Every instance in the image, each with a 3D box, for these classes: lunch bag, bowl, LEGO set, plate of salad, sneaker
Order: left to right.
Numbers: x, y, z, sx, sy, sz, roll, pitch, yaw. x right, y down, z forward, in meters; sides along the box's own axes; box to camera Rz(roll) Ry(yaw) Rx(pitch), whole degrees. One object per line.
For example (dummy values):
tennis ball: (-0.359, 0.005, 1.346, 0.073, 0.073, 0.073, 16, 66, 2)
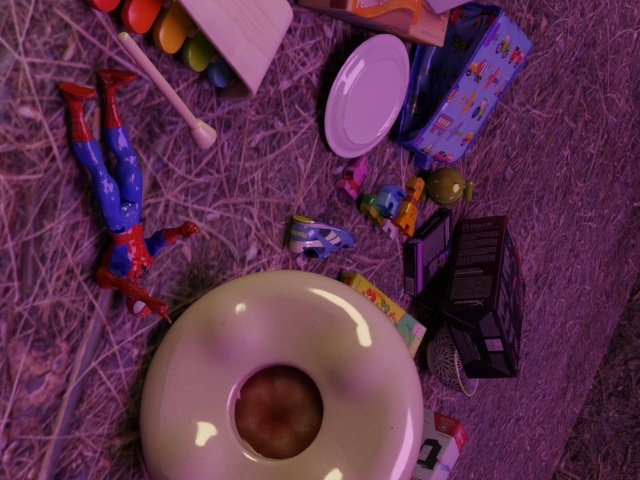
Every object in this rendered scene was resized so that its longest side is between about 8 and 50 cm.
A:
sneaker: (0.000, 0.000, 1.314, 0.144, 0.053, 0.059, 14, 91, -51)
plate of salad: (0.067, -0.223, 1.325, 0.199, 0.048, 0.200, -34, 140, -34)
LEGO set: (0.120, -0.077, 1.441, 0.227, 0.087, 0.093, 42, 67, -58)
bowl: (0.275, 0.246, 1.827, 0.170, 0.080, 0.170, 25, 62, -60)
lunch bag: (0.242, -0.262, 1.537, 0.221, 0.138, 0.293, 8, 105, -62)

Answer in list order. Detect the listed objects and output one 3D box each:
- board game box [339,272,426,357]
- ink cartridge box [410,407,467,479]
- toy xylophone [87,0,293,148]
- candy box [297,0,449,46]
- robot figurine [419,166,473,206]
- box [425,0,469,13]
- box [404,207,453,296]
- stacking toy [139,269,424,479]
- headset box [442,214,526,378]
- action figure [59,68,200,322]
board game box: (0.092, 0.142, 1.458, 0.181, 0.043, 0.092, 39, 67, -28)
ink cartridge box: (0.205, 0.440, 1.769, 0.175, 0.127, 0.072, -54, 143, -31)
toy xylophone: (-0.141, -0.253, 0.936, 0.236, 0.081, 0.323, -61, 147, -22)
candy box: (0.098, -0.401, 1.257, 0.316, 0.087, 0.183, -3, 105, -58)
robot figurine: (0.235, -0.101, 1.618, 0.115, 0.101, 0.067, 44, 50, -82)
box: (0.199, -0.509, 1.113, 0.168, 0.214, 0.346, 32, 50, -48)
box: (0.214, 0.021, 1.696, 0.162, 0.029, 0.116, -38, 135, -44)
stacking toy: (-0.018, 0.251, 1.224, 0.480, 0.350, 0.351, 53, 57, -74)
headset box: (0.349, 0.106, 1.791, 0.293, 0.110, 0.218, -72, 147, -42)
action figure: (-0.188, -0.028, 0.916, 0.091, 0.139, 0.281, -36, 135, -45)
